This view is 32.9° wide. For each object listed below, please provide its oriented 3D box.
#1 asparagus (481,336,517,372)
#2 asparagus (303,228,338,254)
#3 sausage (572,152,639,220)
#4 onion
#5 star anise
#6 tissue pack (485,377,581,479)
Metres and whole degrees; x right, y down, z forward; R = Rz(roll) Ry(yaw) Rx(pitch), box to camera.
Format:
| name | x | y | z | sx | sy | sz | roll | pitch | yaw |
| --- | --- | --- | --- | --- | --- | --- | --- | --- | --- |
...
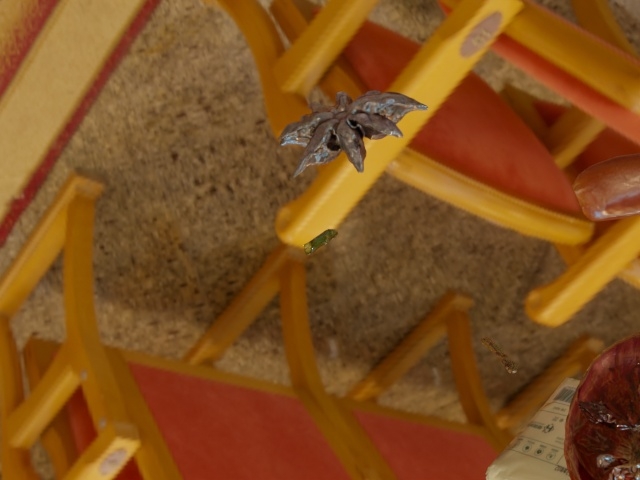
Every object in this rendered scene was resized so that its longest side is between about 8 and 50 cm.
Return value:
| name | x | y | z | sx | sy | sz | roll | pitch | yaw |
| --- | --- | --- | --- | --- | --- | --- | --- | --- | --- |
| asparagus | 0.208 | 0.132 | 1.272 | 0.013 | 0.166 | 0.016 | -14 | 96 | -2 |
| asparagus | 0.001 | 0.000 | 1.833 | 0.025 | 0.021 | 0.108 | -35 | 179 | 33 |
| sausage | 0.507 | -0.086 | 1.519 | 0.300 | 0.089 | 0.083 | -8 | 169 | 13 |
| onion | 0.398 | 0.220 | 1.116 | 0.273 | 0.273 | 0.285 | -43 | 147 | 22 |
| star anise | 0.034 | -0.154 | 1.483 | 0.205 | 0.180 | 0.061 | 1 | 137 | 28 |
| tissue pack | 0.540 | 0.438 | 1.994 | 0.297 | 0.380 | 0.207 | -42 | 117 | -21 |
